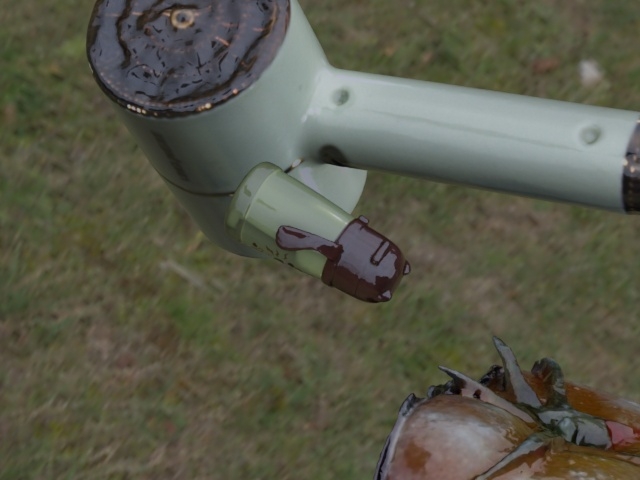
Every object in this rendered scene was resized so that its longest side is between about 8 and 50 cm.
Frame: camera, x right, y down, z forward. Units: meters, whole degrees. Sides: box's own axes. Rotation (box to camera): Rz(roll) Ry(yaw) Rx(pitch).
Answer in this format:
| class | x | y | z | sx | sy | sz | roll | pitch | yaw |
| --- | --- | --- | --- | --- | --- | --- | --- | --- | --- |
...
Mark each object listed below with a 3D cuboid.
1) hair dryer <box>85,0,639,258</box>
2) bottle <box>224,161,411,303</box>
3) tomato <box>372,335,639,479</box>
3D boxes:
| class | x | y | z | sx | sy | sz | roll | pitch | yaw |
| --- | --- | --- | --- | --- | --- | --- | --- | --- | --- |
| hair dryer | 0.056 | -0.064 | 1.083 | 0.362 | 0.203 | 0.128 | 11 | 68 | 20 |
| bottle | -0.001 | 0.001 | 0.988 | 0.101 | 0.047 | 0.063 | 30 | 32 | 13 |
| tomato | 0.124 | 0.150 | 0.853 | 0.155 | 0.180 | 0.214 | 11 | 12 | 23 |
